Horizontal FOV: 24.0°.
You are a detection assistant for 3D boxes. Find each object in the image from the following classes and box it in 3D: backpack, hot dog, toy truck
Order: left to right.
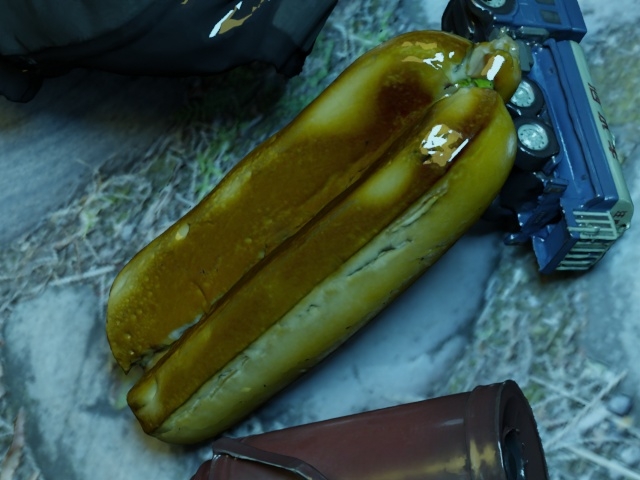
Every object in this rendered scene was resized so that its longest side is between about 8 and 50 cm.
[{"bbox_3d":[-0.126,-0.243,1.041,0.446,0.255,0.363,23,74,49],"label":"backpack"},{"bbox_3d":[0.000,0.000,0.897,0.337,0.100,0.135,-41,51,28],"label":"hot dog"},{"bbox_3d":[0.132,-0.077,0.914,0.088,0.074,0.201,1,57,-18],"label":"toy truck"}]

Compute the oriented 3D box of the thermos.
[{"bbox_3d":[0.008,0.144,0.856,0.232,0.099,0.124,-14,21,22],"label":"thermos"}]
